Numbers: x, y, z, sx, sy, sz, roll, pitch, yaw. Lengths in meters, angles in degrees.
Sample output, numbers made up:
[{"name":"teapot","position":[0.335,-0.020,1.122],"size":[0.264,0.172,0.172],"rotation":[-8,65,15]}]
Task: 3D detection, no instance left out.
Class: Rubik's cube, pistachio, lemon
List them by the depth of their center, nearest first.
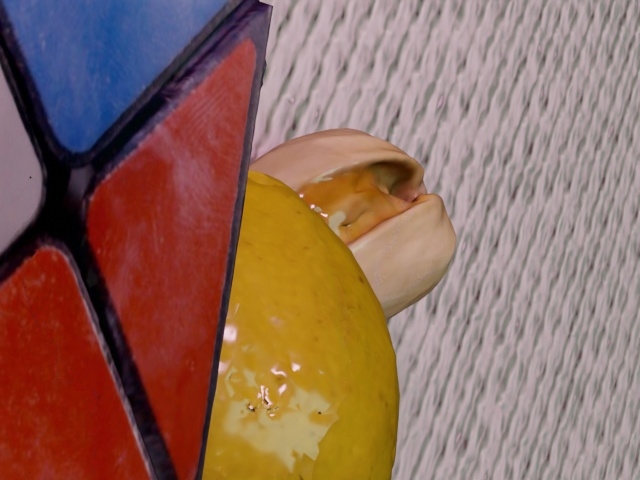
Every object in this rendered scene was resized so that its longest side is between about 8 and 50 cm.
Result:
[{"name":"Rubik's cube","position":[-0.233,-0.015,0.893],"size":[0.305,0.310,0.307],"rotation":[21,75,-59]},{"name":"lemon","position":[-0.085,0.082,1.109],"size":[0.258,0.258,0.310],"rotation":[46,20,-46]},{"name":"pistachio","position":[0.000,0.000,1.439],"size":[0.229,0.157,0.157],"rotation":[-21,106,-50]}]
